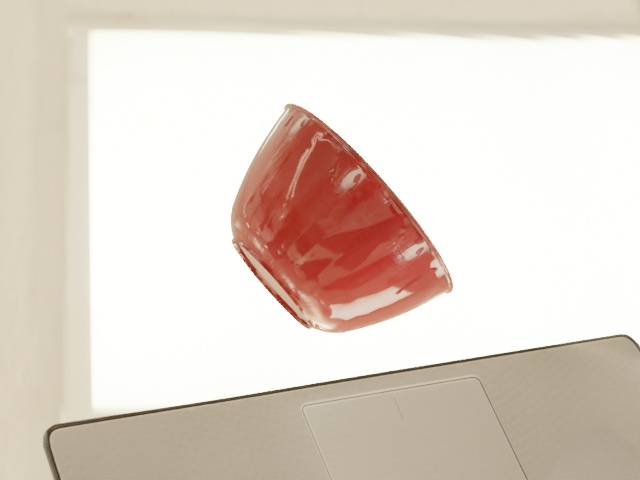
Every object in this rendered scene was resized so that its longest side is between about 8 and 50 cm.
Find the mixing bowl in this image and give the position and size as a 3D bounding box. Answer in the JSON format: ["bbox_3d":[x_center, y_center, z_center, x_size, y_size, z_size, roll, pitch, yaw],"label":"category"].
[{"bbox_3d":[0.000,0.000,1.430,0.098,0.181,0.181,-41,-130,-9],"label":"mixing bowl"}]

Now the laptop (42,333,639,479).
[{"bbox_3d":[0.115,0.170,0.966,0.382,0.236,0.408,-7,-126,-24],"label":"laptop"}]
